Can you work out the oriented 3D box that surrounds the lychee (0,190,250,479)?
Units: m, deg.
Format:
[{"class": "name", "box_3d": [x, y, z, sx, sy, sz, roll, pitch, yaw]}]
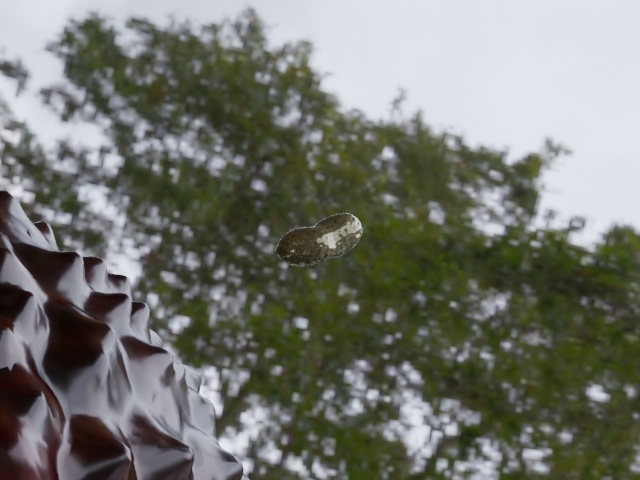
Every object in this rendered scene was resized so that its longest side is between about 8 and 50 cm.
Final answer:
[{"class": "lychee", "box_3d": [-0.225, 0.174, 0.586, 0.500, 0.424, 0.425, 89, -1, -61]}]

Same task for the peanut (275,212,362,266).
[{"class": "peanut", "box_3d": [0.000, 0.000, 1.145, 0.037, 0.083, 0.037, 18, -66, 47]}]
